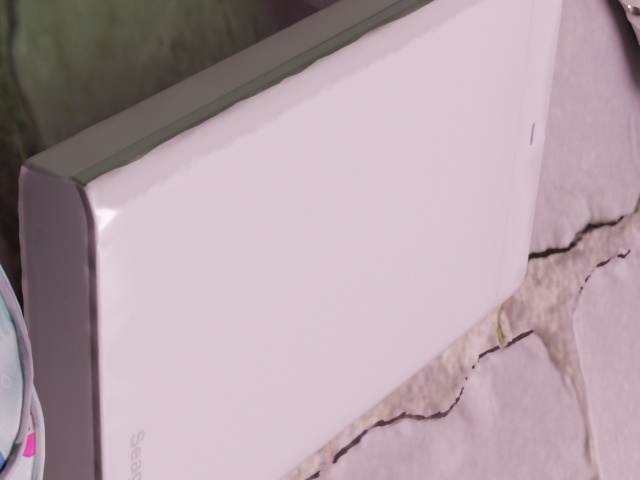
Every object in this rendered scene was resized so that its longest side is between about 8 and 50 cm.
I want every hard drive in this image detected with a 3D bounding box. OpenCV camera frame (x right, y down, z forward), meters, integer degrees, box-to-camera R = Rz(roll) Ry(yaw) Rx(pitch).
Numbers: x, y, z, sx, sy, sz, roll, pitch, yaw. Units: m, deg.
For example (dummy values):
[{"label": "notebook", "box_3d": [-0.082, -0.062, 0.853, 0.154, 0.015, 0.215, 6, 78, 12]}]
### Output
[{"label": "hard drive", "box_3d": [0.000, 0.000, 0.745, 0.307, 0.040, 0.203, -34, 138, -43]}]

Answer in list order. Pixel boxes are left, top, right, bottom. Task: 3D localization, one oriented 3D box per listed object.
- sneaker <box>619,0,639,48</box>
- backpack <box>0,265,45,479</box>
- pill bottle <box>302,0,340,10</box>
[{"label": "sneaker", "box_3d": [0.191, -0.162, 0.995, 0.092, 0.087, 0.228, -13, 89, -39]}, {"label": "backpack", "box_3d": [-0.198, 0.050, 0.497, 0.225, 0.191, 0.253, -49, 125, -38]}, {"label": "pill bottle", "box_3d": [0.045, -0.189, 0.819, 0.180, 0.108, 0.108, -52, 122, -36]}]
